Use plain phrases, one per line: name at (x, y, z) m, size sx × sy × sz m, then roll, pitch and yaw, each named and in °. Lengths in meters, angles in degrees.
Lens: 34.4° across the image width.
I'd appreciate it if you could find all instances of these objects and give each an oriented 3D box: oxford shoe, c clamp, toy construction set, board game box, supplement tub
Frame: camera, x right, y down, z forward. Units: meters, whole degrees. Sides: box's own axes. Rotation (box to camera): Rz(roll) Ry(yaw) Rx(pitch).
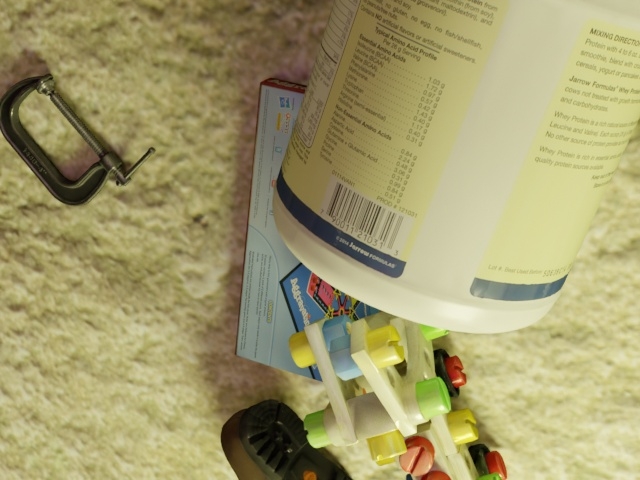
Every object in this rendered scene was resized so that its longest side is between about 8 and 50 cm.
oxford shoe at (-0.021, 0.264, 1.057) m, size 0.096 × 0.083 × 0.227 m, roll -27°, pitch 97°, yaw 48°
c clamp at (-0.253, -0.105, 1.044) m, size 0.161 × 0.022 × 0.137 m, roll 45°, pitch 124°, yaw 0°
toy construction set at (0.078, 0.196, 0.892) m, size 0.151 × 0.215 × 0.328 m, roll -6°, pitch 104°, yaw 14°
board game box at (0.000, 0.000, 0.969) m, size 0.145 × 0.027 × 0.281 m, roll 15°, pitch 114°, yaw 18°
supplement tub at (0.116, -0.123, 0.748) m, size 0.235 × 0.235 × 0.325 m, roll 25°, pitch 112°, yaw 13°
